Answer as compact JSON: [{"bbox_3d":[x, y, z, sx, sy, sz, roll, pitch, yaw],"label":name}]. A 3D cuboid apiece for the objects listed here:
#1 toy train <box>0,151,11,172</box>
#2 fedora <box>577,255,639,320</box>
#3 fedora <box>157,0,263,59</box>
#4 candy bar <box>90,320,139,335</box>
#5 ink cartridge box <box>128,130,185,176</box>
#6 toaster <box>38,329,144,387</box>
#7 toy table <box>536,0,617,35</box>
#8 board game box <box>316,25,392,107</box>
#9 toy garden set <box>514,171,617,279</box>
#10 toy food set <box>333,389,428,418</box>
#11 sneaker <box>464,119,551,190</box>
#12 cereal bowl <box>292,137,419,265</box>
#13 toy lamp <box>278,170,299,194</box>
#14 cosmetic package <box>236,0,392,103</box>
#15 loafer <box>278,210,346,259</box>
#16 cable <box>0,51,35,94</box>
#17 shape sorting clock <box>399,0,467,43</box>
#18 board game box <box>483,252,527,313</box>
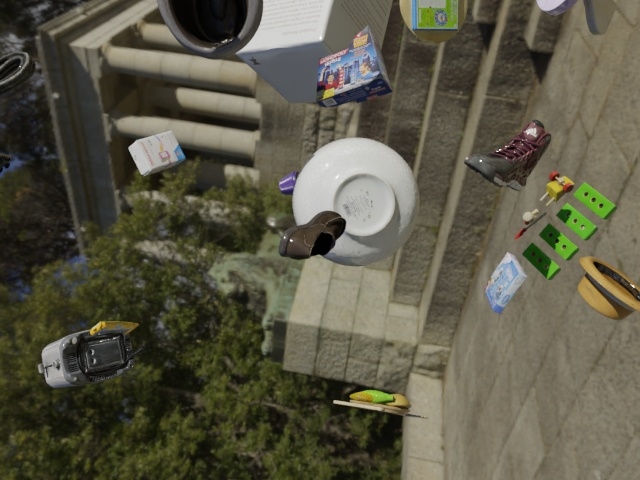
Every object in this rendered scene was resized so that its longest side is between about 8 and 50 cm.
[{"bbox_3d":[-0.661,-0.136,1.140,0.027,0.158,0.036,16,-124,-61],"label":"toy train"},{"bbox_3d":[0.649,0.119,1.309,0.079,0.194,0.194,-57,6,27],"label":"fedora"},{"bbox_3d":[-0.247,-0.566,1.349,0.124,0.244,0.275,-78,-24,-69],"label":"fedora"},{"bbox_3d":[-0.444,0.189,1.256,0.018,0.040,0.161,57,-178,11],"label":"candy bar"},{"bbox_3d":[-0.443,-0.237,1.579,0.122,0.052,0.088,-31,-84,-45],"label":"ink cartridge box"},{"bbox_3d":[-0.578,0.292,1.455,0.227,0.147,0.129,-6,-100,-53],"label":"toaster"},{"bbox_3d":[0.595,-0.594,1.237,0.274,0.161,0.252,-65,24,19],"label":"toy table"},{"bbox_3d":[0.089,-0.449,1.508,0.060,0.194,0.194,37,-130,-49],"label":"board game box"},{"bbox_3d":[0.631,-0.047,1.544,0.244,0.049,0.203,-54,41,21],"label":"toy garden set"},{"bbox_3d":[0.125,0.327,1.178,0.192,0.132,0.038,29,-115,-49],"label":"toy food set"},{"bbox_3d":[0.433,-0.208,1.316,0.281,0.106,0.162,-2,-52,-57],"label":"sneaker"},{"bbox_3d":[0.099,-0.095,1.483,0.141,0.339,0.338,-139,58,-80],"label":"cereal bowl"},{"bbox_3d":[0.002,-0.198,1.801,0.080,0.275,0.080,-13,-90,-70],"label":"toy lamp"},{"bbox_3d":[-0.010,-0.694,1.858,0.327,0.330,0.393,31,-111,-54],"label":"cosmetic package"},{"bbox_3d":[0.000,0.000,1.215,0.220,0.078,0.080,-30,-42,-53],"label":"loafer"},{"bbox_3d":[-0.640,-0.250,1.011,0.072,0.287,0.139,56,-162,-54],"label":"cable"},{"bbox_3d":[0.301,-0.631,1.546,0.040,0.206,0.206,-149,67,-70],"label":"shape sorting clock"},{"bbox_3d":[0.350,0.080,1.111,0.090,0.020,0.090,-61,8,22],"label":"board game box"}]
